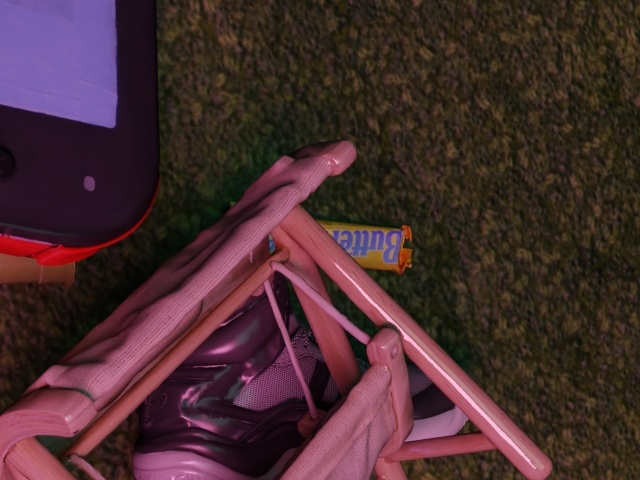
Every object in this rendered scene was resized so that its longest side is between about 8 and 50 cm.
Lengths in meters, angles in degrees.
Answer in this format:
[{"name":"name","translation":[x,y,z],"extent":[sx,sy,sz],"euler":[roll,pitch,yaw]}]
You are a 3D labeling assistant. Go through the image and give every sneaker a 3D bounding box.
[{"name":"sneaker","translation":[-0.009,0.080,1.149],"extent":[0.269,0.101,0.153],"euler":[-9,96,-30]}]

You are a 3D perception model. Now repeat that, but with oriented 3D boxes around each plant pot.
[{"name":"plant pot","translation":[-0.205,-0.003,1.049],"extent":[0.079,0.083,0.083],"euler":[-12,94,-21]}]

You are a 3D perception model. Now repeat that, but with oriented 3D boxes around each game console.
[{"name":"game console","translation":[-0.254,-0.183,0.954],"extent":[0.342,0.060,0.386],"euler":[14,58,-32]}]

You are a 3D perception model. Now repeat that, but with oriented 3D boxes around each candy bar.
[{"name":"candy bar","translation":[0.000,0.000,1.210],"extent":[0.161,0.018,0.040],"euler":[6,85,-31]}]

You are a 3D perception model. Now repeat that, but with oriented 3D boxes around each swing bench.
[{"name":"swing bench","translation":[-0.040,0.120,0.964],"extent":[0.253,0.165,0.254],"euler":[-44,106,-37]}]
